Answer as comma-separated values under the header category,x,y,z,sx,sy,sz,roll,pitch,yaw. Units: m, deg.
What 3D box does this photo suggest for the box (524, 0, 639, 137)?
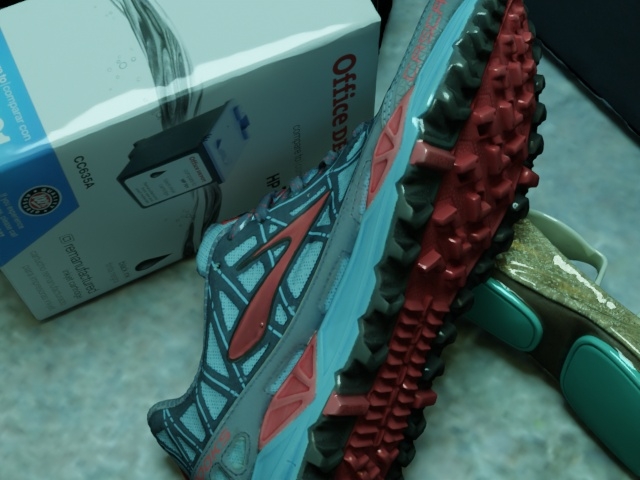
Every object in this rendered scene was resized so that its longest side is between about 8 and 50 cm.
category,x,y,z,sx,sy,sz,roll,pitch,yaw
box,0.320,-0.321,0.407,0.472,0.480,0.297,-32,67,-14

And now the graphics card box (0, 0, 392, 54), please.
category,x,y,z,sx,sy,sz,roll,pitch,yaw
graphics card box,-0.122,-0.243,0.600,0.371,0.094,0.232,12,64,7

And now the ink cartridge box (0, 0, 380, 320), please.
category,x,y,z,sx,sy,sz,roll,pitch,yaw
ink cartridge box,-0.074,-0.057,0.473,0.191,0.139,0.082,-23,65,-10

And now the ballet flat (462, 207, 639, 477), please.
category,x,y,z,sx,sy,sz,roll,pitch,yaw
ballet flat,0.124,0.037,0.460,0.067,0.073,0.206,-37,69,-25

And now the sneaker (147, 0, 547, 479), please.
category,x,y,z,sx,sy,sz,roll,pitch,yaw
sneaker,0.000,0.000,0.427,0.125,0.104,0.261,25,92,31
